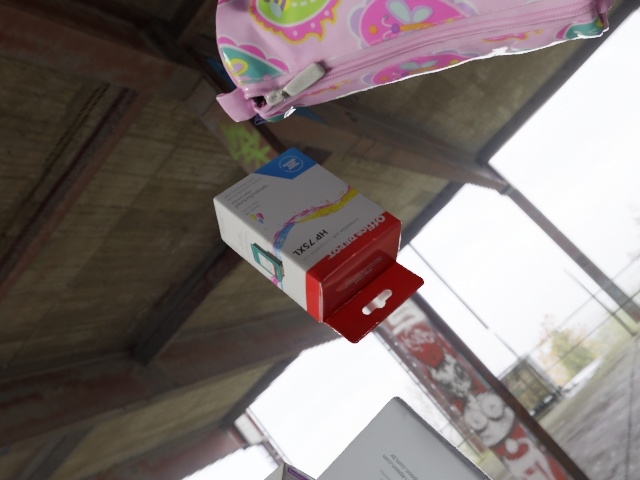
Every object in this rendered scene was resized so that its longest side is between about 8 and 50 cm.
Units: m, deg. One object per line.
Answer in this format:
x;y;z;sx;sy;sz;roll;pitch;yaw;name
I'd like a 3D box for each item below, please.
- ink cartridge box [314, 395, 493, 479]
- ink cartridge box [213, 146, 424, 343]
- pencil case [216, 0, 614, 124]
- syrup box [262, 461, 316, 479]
0.052;0.332;0.519;0.330;0.324;0.071;-46;-53;-6;ink cartridge box
0.000;0.000;0.810;0.134;0.231;0.078;-37;-32;-27;ink cartridge box
0.059;-0.168;0.502;0.283;0.124;0.124;-12;-10;17;pencil case
-0.052;0.424;0.906;0.093;0.096;0.237;-46;16;25;syrup box
